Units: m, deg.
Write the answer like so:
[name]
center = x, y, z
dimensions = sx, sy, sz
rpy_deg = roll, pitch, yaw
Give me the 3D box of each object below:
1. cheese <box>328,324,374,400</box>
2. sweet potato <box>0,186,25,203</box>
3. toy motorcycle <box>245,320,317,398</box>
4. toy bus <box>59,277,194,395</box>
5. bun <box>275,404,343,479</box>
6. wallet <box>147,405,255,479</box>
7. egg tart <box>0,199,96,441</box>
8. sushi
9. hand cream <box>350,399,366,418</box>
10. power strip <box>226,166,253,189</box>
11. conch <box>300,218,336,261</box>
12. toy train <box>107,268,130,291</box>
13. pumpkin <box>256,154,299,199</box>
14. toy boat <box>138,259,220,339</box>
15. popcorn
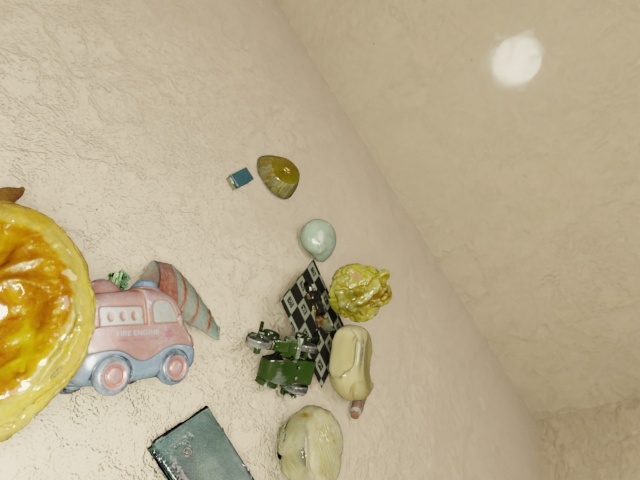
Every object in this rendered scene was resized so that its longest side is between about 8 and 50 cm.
[cheese]
center = 0.120, 0.441, 1.648
dimensions = 0.233, 0.127, 0.265
rpy_deg = 60, 33, -51
[sweet potato]
center = -0.685, -0.034, 0.938
dimensions = 0.067, 0.059, 0.281
rpy_deg = 44, 34, -43
[toy motorcycle]
center = -0.122, 0.369, 1.379
dimensions = 0.275, 0.127, 0.205
rpy_deg = 16, 88, -33
[toy bus]
center = -0.420, 0.196, 0.958
dimensions = 0.294, 0.197, 0.231
rpy_deg = 9, 72, -52
[bun]
center = -0.036, 0.601, 1.304
dimensions = 0.239, 0.141, 0.239
rpy_deg = 39, 39, -42
[wallet]
center = -0.224, 0.582, 1.045
dimensions = 0.379, 0.046, 0.191
rpy_deg = 52, 27, 11
[egg tart]
center = -0.605, 0.132, 0.736
dimensions = 0.443, 0.178, 0.442
rpy_deg = 16, 56, -25
[sushi]
center = -0.037, 0.289, 1.636
dimensions = 0.343, 0.064, 0.359
rpy_deg = 66, 23, -13
[hand cream]
center = 0.152, 0.591, 1.702
dimensions = 0.067, 0.043, 0.209
rpy_deg = 56, 25, -8
[power strip]
center = -0.305, -0.234, 1.714
dimensions = 0.056, 0.032, 0.123
rpy_deg = 56, 31, -7
[conch]
center = 0.004, 0.000, 1.926
dimensions = 0.221, 0.121, 0.184
rpy_deg = -3, 97, -62
[toy train]
center = -0.504, 0.109, 1.117
dimensions = 0.053, 0.033, 0.083
rpy_deg = 31, 41, -36
[pumpkin]
center = -0.161, -0.287, 1.917
dimensions = 0.217, 0.110, 0.217
rpy_deg = 31, 47, -40
[toy boat]
center = -0.366, 0.176, 1.236
dimensions = 0.282, 0.096, 0.206
rpy_deg = 44, 22, -42
[popcorn]
center = 0.145, 0.201, 1.722
dimensions = 0.259, 0.259, 0.212
rpy_deg = 58, 41, -5
